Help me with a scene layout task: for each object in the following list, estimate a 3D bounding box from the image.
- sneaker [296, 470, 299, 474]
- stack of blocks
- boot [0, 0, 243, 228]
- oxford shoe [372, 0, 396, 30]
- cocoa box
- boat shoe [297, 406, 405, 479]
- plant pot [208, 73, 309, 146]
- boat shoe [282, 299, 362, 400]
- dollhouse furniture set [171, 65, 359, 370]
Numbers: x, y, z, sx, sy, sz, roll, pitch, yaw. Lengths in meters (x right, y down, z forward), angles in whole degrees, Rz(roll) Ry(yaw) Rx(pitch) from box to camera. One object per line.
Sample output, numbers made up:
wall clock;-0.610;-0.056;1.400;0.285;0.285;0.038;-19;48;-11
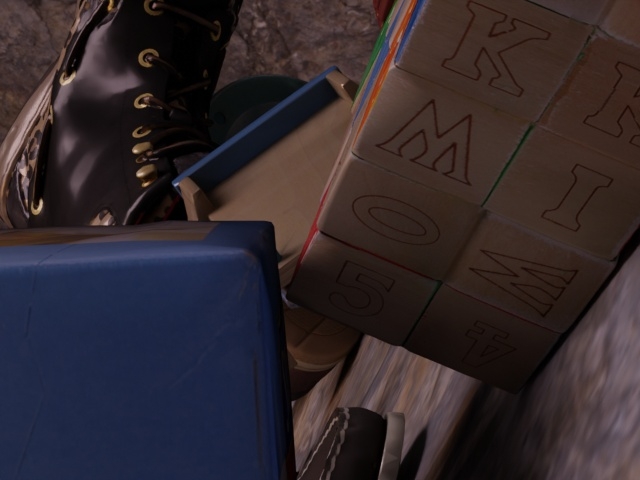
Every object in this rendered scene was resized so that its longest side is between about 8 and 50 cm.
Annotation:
sneaker;-0.062;0.202;1.273;0.084;0.058;0.152;-81;17;-55
stack of blocks;0.087;-0.105;0.505;0.297;0.087;0.171;116;176;-54
boot;-0.110;-0.100;1.298;0.377;0.138;0.284;-56;34;16
oxford shoe;0.097;-0.203;0.937;0.123;0.130;0.348;120;152;-53
cocoa box;-0.179;0.114;0.588;0.231;0.347;0.228;-102;9;-87
boat shoe;-0.029;0.165;0.785;0.081;0.069;0.227;-73;6;-68
plant pot;-0.078;-0.011;1.529;0.255;0.272;0.271;-36;28;55
boat shoe;0.000;0.000;1.328;0.285;0.103;0.092;-78;14;-44
dollhouse furniture set;0.005;0.064;1.071;0.303;0.198;0.286;-37;23;-6
